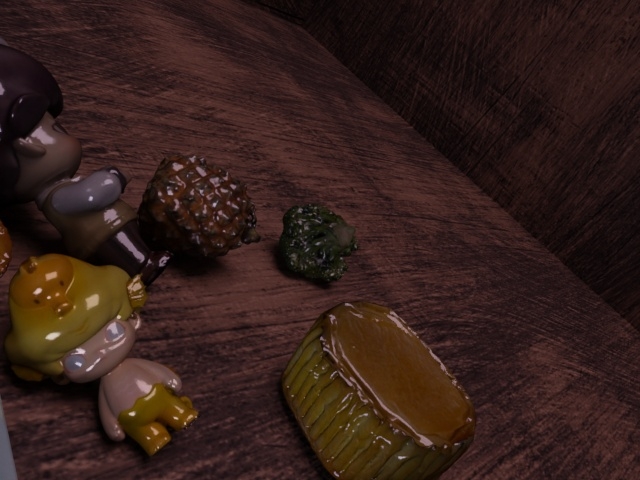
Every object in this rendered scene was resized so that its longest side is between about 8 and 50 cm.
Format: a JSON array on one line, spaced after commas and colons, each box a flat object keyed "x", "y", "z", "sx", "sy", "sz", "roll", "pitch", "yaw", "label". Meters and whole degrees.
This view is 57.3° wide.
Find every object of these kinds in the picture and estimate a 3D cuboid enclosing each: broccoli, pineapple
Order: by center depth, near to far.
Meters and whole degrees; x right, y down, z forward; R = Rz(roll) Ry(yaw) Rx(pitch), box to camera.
[{"x": -0.177, "y": -0.040, "z": 0.898, "sx": 0.193, "sy": 0.166, "sz": 0.166, "roll": 27, "pitch": 26, "yaw": -18, "label": "pineapple"}, {"x": 0.000, "y": 0.000, "z": 1.082, "sx": 0.162, "sy": 0.138, "sz": 0.145, "roll": 17, "pitch": 69, "yaw": -39, "label": "broccoli"}]

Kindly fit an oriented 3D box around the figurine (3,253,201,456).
[{"x": -0.233, "y": 0.113, "z": 0.622, "sx": 0.156, "sy": 0.131, "sz": 0.246, "roll": -37, "pitch": 88, "yaw": -23, "label": "figurine"}]

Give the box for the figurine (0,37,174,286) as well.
[{"x": -0.331, "y": -0.094, "z": 0.724, "sx": 0.365, "sy": 0.206, "sz": 0.218, "roll": 31, "pitch": -2, "yaw": -13, "label": "figurine"}]

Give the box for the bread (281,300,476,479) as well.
[{"x": 0.078, "y": 0.213, "z": 0.798, "sx": 0.227, "sy": 0.142, "sz": 0.253, "roll": 4, "pitch": 43, "yaw": -51, "label": "bread"}]

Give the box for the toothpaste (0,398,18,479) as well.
[{"x": -0.289, "y": 0.191, "z": 0.459, "sx": 0.089, "sy": 0.071, "sz": 0.313, "roll": 10, "pitch": 35, "yaw": -46, "label": "toothpaste"}]

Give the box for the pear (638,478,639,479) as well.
[{"x": 0.561, "y": 0.457, "z": 0.797, "sx": 0.314, "sy": 0.314, "sz": 0.314, "roll": 28, "pitch": 26, "yaw": -15, "label": "pear"}]

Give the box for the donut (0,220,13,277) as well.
[{"x": -0.417, "y": 0.020, "z": 0.580, "sx": 0.174, "sy": 0.074, "sz": 0.190, "roll": 48, "pitch": 37, "yaw": 13, "label": "donut"}]
